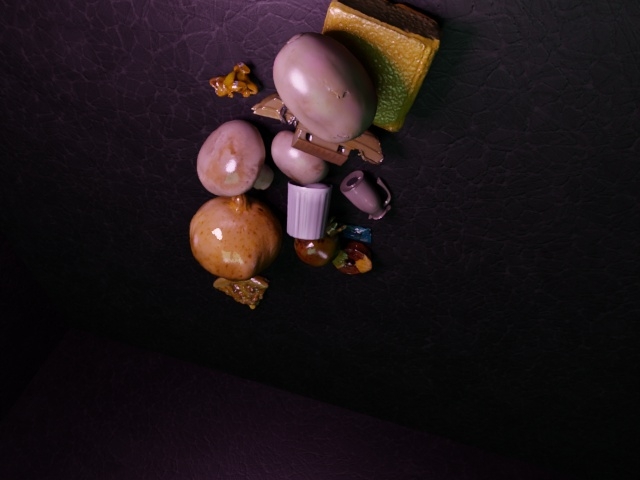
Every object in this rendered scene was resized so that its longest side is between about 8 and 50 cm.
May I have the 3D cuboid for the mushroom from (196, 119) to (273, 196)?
[{"bbox_3d":[-0.282,-0.274,1.834,0.292,0.293,0.289,-14,153,37],"label":"mushroom"}]

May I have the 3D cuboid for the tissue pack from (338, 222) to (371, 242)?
[{"bbox_3d":[0.141,-0.032,2.080,0.137,0.028,0.085,14,141,16],"label":"tissue pack"}]

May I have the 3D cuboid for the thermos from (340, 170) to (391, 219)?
[{"bbox_3d":[0.183,-0.166,1.859,0.137,0.105,0.193,-38,121,13],"label":"thermos"}]

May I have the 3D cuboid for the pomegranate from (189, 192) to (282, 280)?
[{"bbox_3d":[-0.341,-0.037,2.046,0.409,0.410,0.410,13,140,11],"label":"pomegranate"}]

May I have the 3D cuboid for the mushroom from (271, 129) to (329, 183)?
[{"bbox_3d":[-0.063,-0.299,1.772,0.226,0.178,0.226,40,169,10],"label":"mushroom"}]

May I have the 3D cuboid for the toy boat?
[{"bbox_3d":[-0.005,-0.353,1.627,0.444,0.136,0.162,20,111,-20],"label":"toy boat"}]

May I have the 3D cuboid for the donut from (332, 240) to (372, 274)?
[{"bbox_3d":[0.139,0.072,2.161,0.166,0.074,0.184,38,139,-19],"label":"donut"}]

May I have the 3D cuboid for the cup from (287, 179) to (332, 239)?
[{"bbox_3d":[-0.043,-0.125,1.922,0.166,0.221,0.202,7,107,5],"label":"cup"}]

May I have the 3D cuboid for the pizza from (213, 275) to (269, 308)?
[{"bbox_3d":[-0.413,0.228,2.601,0.268,0.087,0.258,28,138,-2],"label":"pizza"}]

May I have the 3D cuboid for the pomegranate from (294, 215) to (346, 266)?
[{"bbox_3d":[0.010,0.007,2.055,0.245,0.198,0.198,-13,129,31],"label":"pomegranate"}]

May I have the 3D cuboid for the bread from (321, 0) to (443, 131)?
[{"bbox_3d":[0.143,-0.507,1.445,0.323,0.143,0.333,24,141,1],"label":"bread"}]

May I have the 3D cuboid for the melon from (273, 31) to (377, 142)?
[{"bbox_3d":[0.018,-0.401,1.346,0.317,0.223,0.223,44,136,-20],"label":"melon"}]

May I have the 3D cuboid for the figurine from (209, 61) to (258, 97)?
[{"bbox_3d":[-0.284,-0.517,1.692,0.176,0.122,0.122,4,167,42],"label":"figurine"}]
